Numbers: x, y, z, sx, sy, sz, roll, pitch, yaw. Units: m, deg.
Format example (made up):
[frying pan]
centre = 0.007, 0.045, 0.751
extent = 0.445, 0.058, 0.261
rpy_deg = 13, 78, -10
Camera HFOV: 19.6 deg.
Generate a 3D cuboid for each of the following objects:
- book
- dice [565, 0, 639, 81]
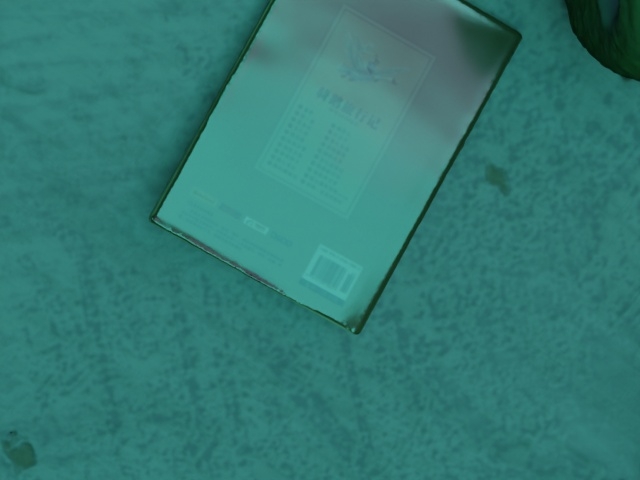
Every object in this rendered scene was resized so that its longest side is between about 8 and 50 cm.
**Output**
[book]
centre = 0.015, -0.101, 1.645
extent = 0.217, 0.021, 0.310
rpy_deg = 29, 89, -10
[dice]
centre = 0.365, -0.304, 1.498
extent = 0.322, 0.330, 0.318
rpy_deg = -5, 108, -3
